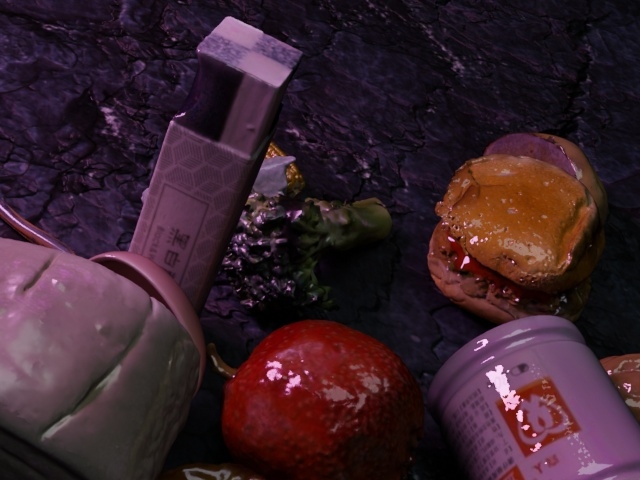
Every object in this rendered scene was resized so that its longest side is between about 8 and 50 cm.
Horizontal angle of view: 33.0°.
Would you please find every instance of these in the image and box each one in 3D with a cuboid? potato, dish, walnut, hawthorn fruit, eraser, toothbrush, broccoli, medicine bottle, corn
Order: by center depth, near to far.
[{"bbox_3d":[-0.016,0.178,1.144,0.253,0.205,0.205,22,41,13],"label":"hawthorn fruit"},{"bbox_3d":[-0.212,0.099,1.147,0.213,0.213,0.090,26,25,6],"label":"dish"},{"bbox_3d":[-0.134,-0.037,1.159,0.096,0.404,0.098,27,37,1],"label":"eraser"},{"bbox_3d":[0.265,0.258,1.162,0.202,0.202,0.316,-4,46,-26],"label":"medicine bottle"},{"bbox_3d":[0.390,0.210,1.316,0.166,0.149,0.166,16,12,-4],"label":"walnut"},{"bbox_3d":[-0.421,-0.057,1.350,0.321,0.023,0.031,32,49,14],"label":"toothbrush"},{"bbox_3d":[-0.005,-0.005,1.398,0.145,0.165,0.304,9,16,36],"label":"broccoli"},{"bbox_3d":[-0.097,-0.122,1.520,0.068,0.068,0.207,-22,53,-38],"label":"corn"},{"bbox_3d":[0.357,-0.094,1.626,0.098,0.138,0.243,-3,49,-31],"label":"potato"}]

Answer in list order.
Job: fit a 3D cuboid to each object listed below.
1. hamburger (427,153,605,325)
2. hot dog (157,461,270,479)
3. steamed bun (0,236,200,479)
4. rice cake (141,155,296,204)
[{"bbox_3d":[0.263,0.009,1.463,0.244,0.163,0.244,6,45,-6],"label":"hamburger"},{"bbox_3d":[-0.131,0.315,0.998,0.196,0.122,0.272,23,37,30],"label":"hot dog"},{"bbox_3d":[-0.321,0.116,0.983,0.383,0.236,0.247,6,43,14],"label":"steamed bun"},{"bbox_3d":[-0.132,-0.061,1.405,0.206,0.063,0.069,-14,14,-15],"label":"rice cake"}]
